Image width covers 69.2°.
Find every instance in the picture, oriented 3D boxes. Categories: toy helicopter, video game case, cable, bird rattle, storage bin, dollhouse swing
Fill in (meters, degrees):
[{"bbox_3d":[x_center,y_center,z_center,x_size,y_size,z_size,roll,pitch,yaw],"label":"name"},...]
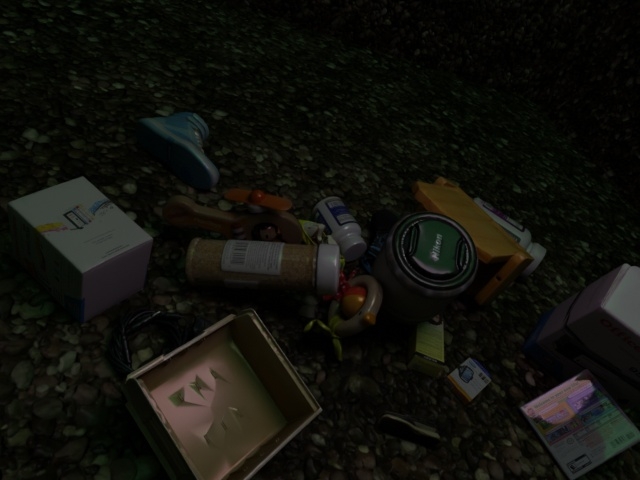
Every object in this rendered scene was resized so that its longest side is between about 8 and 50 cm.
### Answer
[{"bbox_3d":[-0.214,-0.048,1.171,0.354,0.235,0.140,15,41,-14],"label":"toy helicopter"},{"bbox_3d":[0.654,0.462,1.175,0.212,0.023,0.193,-29,57,-2],"label":"video game case"},{"bbox_3d":[-0.358,0.214,0.957,0.150,0.047,0.185,19,41,-10],"label":"cable"},{"bbox_3d":[0.074,0.163,1.144,0.143,0.206,0.254,48,41,-19],"label":"bird rattle"},{"bbox_3d":[-0.182,0.295,0.862,0.262,0.123,0.261,-28,80,-44],"label":"storage bin"},{"bbox_3d":[0.376,0.019,1.362,0.304,0.315,0.347,-15,55,-39],"label":"dollhouse swing"}]

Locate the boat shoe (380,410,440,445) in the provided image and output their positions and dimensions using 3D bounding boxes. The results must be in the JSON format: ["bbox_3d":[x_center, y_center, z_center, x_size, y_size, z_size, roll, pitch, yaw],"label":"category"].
[{"bbox_3d":[0.200,0.417,1.048,0.152,0.056,0.049,29,34,-13],"label":"boat shoe"}]

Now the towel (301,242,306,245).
[{"bbox_3d":[-0.037,0.041,1.334,0.119,0.029,0.067,30,40,2],"label":"towel"}]

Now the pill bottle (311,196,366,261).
[{"bbox_3d":[0.059,-0.032,1.402,0.111,0.112,0.187,-6,50,-33],"label":"pill bottle"}]

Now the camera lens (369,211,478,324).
[{"bbox_3d":[0.245,0.075,1.157,0.219,0.274,0.220,3,62,-6],"label":"camera lens"}]

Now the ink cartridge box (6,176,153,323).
[{"bbox_3d":[-0.509,0.016,0.989,0.232,0.171,0.168,38,41,14],"label":"ink cartridge box"}]

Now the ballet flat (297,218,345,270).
[{"bbox_3d":[0.000,0.000,1.313,0.077,0.077,0.231,-10,51,-36],"label":"ballet flat"}]

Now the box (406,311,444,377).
[{"bbox_3d":[0.287,0.250,1.267,0.087,0.058,0.232,21,41,-6],"label":"box"}]

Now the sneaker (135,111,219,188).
[{"bbox_3d":[-0.386,-0.296,1.430,0.319,0.127,0.208,39,42,12],"label":"sneaker"}]

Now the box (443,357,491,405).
[{"bbox_3d":[0.391,0.366,1.224,0.136,0.028,0.081,-17,57,-43],"label":"box"}]

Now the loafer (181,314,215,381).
[{"bbox_3d":[-0.255,0.235,0.983,0.061,0.062,0.170,22,41,-14],"label":"loafer"}]

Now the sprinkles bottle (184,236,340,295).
[{"bbox_3d":[-0.132,0.059,1.103,0.354,0.121,0.121,3,41,4],"label":"sprinkles bottle"}]

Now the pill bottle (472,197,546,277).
[{"bbox_3d":[0.628,-0.005,1.644,0.301,0.169,0.169,36,40,11],"label":"pill bottle"}]

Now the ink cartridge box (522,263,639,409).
[{"bbox_3d":[0.775,0.275,1.225,0.285,0.395,0.166,39,65,15],"label":"ink cartridge box"}]

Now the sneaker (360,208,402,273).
[{"bbox_3d":[0.193,0.021,1.410,0.139,0.125,0.341,7,42,-16],"label":"sneaker"}]
